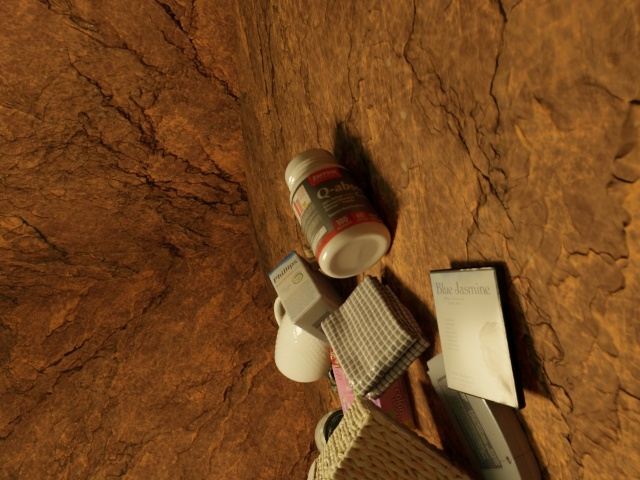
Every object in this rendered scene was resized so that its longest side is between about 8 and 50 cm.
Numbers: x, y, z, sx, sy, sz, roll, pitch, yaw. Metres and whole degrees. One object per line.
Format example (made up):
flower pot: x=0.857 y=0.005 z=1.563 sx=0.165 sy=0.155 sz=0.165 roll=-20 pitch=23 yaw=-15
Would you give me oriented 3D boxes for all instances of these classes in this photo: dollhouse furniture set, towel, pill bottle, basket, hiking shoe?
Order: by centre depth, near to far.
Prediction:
basket: x=0.165 y=0.591 z=1.004 sx=0.328 sy=0.267 sz=0.331 roll=33 pitch=168 yaw=7
towel: x=0.137 y=0.255 z=1.145 sx=0.235 sy=0.121 sz=0.284 roll=-55 pitch=35 yaw=16
pill bottle: x=0.033 y=-0.090 z=1.193 sx=0.210 sy=0.210 sz=0.363 roll=95 pitch=154 yaw=-50
dollhouse furniture set: x=0.000 y=0.000 z=1.556 sx=0.123 sy=0.144 sz=0.151 roll=-117 pitch=5 yaw=-49
hiking shoe: x=0.059 y=0.633 z=2.034 sx=0.227 sy=0.086 sz=0.114 roll=47 pitch=135 yaw=48

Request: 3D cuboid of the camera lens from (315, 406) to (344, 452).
camera lens: x=0.092 y=0.886 z=1.871 sx=0.274 sy=0.219 sz=0.220 roll=106 pitch=145 yaw=-61

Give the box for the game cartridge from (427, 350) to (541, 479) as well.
game cartridge: x=0.339 y=0.375 z=0.884 sx=0.196 sy=0.060 sz=0.294 roll=98 pitch=152 yaw=-61

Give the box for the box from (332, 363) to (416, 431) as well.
box: x=0.170 y=0.511 z=1.354 sx=0.243 sy=0.117 sz=0.214 roll=-4 pitch=101 yaw=58

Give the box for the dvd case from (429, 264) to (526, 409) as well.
dvd case: x=0.295 y=0.178 z=0.797 sx=0.180 sy=0.022 sz=0.253 roll=164 pitch=99 yaw=-65

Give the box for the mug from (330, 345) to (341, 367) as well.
mug: x=0.131 y=0.348 z=1.321 sx=0.150 sy=0.169 sz=0.113 roll=-50 pitch=-52 yaw=-65

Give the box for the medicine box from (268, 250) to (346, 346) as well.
medicine box: x=-0.027 y=0.223 z=1.577 sx=0.263 sy=0.149 sz=0.289 roll=42 pitch=-172 yaw=-40

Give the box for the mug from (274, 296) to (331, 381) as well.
mug: x=-0.086 y=0.394 z=1.867 sx=0.374 sy=0.276 sz=0.328 roll=40 pitch=135 yaw=33
